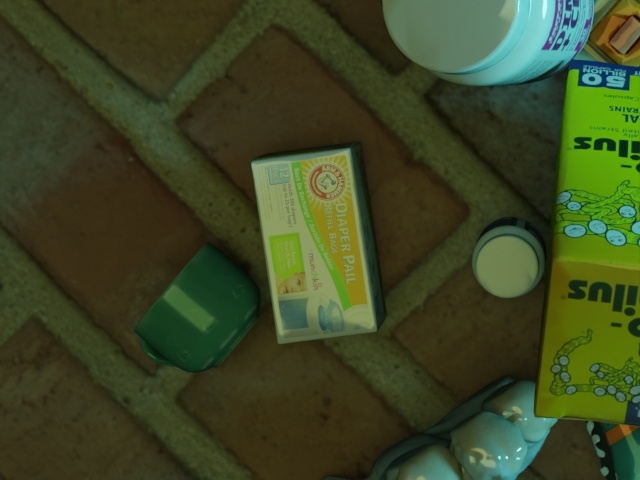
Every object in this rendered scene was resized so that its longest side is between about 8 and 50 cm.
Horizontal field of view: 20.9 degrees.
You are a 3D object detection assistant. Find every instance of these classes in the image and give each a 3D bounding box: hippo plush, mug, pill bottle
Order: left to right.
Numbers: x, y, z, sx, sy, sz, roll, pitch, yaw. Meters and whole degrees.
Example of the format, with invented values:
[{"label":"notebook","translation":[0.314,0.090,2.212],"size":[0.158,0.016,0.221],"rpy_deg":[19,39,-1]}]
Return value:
[{"label":"mug","translation":[-0.129,0.083,1.916],"size":[0.097,0.158,0.129],"rpy_deg":[39,76,-1]},{"label":"hippo plush","translation":[0.167,0.308,1.836],"size":[0.294,0.234,0.236],"rpy_deg":[-31,91,10]},{"label":"pill bottle","translation":[0.168,-0.234,1.735],"size":[0.160,0.283,0.160],"rpy_deg":[2,97,21]},{"label":"pill bottle","translation":[0.200,0.019,1.846],"size":[0.078,0.137,0.078],"rpy_deg":[1,97,8]}]

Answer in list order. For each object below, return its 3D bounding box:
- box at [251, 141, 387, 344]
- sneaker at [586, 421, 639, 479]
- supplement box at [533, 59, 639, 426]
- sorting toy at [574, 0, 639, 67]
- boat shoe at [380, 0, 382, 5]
[{"label":"box","translation":[0.000,0.000,1.889],"size":[0.114,0.103,0.203],"rpy_deg":[-8,96,9]},{"label":"sneaker","translation":[0.312,0.166,1.869],"size":[0.121,0.108,0.302],"rpy_deg":[-1,88,9]},{"label":"supplement box","translation":[0.321,-0.002,1.694],"size":[0.194,0.356,0.195],"rpy_deg":[5,127,7]},{"label":"sorting toy","translation":[0.377,-0.221,1.838],"size":[0.348,0.047,0.196],"rpy_deg":[42,100,2]},{"label":"boat shoe","translation":[0.090,-0.375,1.830],"size":[0.105,0.113,0.306],"rpy_deg":[11,96,13]}]
